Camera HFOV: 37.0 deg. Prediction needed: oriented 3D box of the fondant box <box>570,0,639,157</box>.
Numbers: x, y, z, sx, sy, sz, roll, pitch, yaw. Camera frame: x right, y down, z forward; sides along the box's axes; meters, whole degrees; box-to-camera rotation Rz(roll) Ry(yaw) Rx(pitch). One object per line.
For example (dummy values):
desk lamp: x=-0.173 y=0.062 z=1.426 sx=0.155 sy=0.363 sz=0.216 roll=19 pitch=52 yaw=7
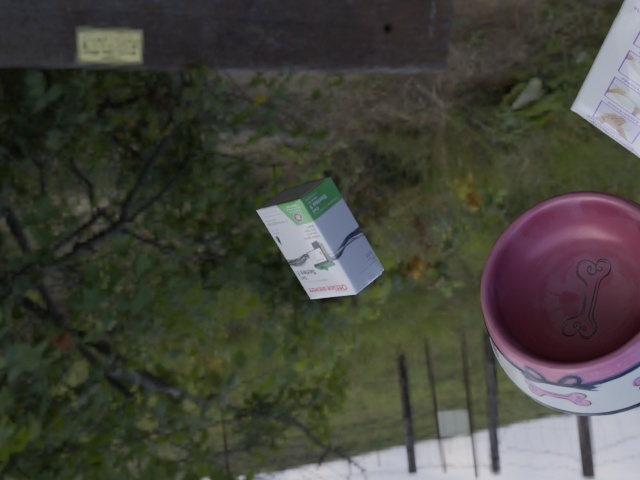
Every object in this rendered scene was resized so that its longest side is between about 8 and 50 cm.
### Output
fondant box: x=0.341 y=-0.233 z=0.793 sx=0.096 sy=0.238 sz=0.330 roll=37 pitch=170 yaw=13

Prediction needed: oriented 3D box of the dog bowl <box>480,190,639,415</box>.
dog bowl: x=0.465 y=0.093 z=1.691 sx=0.408 sy=0.408 sz=0.150 roll=-7 pitch=152 yaw=30

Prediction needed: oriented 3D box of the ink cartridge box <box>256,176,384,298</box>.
ink cartridge box: x=0.000 y=0.000 z=1.853 sx=0.092 sy=0.219 sz=0.160 roll=-40 pitch=-164 yaw=-33
